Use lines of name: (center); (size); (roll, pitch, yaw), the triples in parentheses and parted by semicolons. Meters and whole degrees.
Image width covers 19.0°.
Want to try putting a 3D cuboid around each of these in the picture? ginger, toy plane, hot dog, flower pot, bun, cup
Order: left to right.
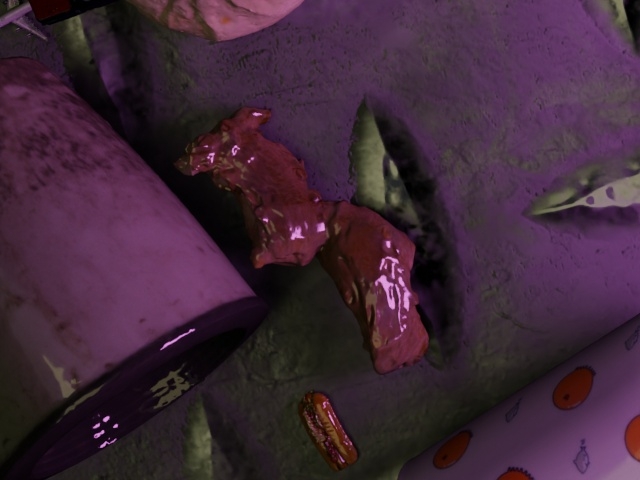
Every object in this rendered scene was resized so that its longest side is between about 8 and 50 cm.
toy plane: (-0.291, -0.224, 1.862); (0.084, 0.024, 0.078); (-25, 92, 31)
flower pot: (-0.259, 0.021, 1.764); (0.293, 0.293, 0.330); (-41, 81, 24)
bun: (-0.105, -0.277, 1.720); (0.222, 0.127, 0.222); (4, 103, 19)
ginger: (-0.002, -0.002, 1.758); (0.290, 0.122, 0.084); (46, 145, 4)
hot dog: (0.005, 0.183, 1.836); (0.037, 0.021, 0.083); (-33, 90, 23)
cup: (0.251, 0.200, 1.638); (0.317, 0.212, 0.212); (-36, 87, 24)

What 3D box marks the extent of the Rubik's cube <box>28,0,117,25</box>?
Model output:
Rubik's cube: (-0.165, -0.290, 1.576); (0.163, 0.160, 0.162); (-14, 106, 34)
